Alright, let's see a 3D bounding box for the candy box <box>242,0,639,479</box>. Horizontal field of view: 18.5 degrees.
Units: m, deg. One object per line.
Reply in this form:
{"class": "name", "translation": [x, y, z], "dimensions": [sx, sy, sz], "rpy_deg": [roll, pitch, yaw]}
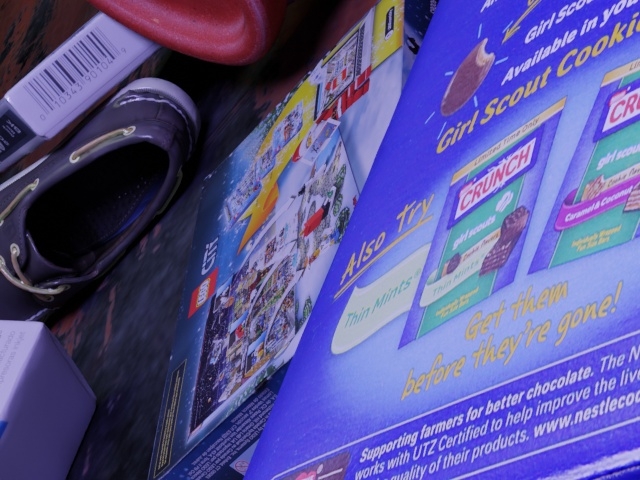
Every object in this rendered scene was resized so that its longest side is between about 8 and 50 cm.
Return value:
{"class": "candy box", "translation": [0.128, -0.040, 0.516], "dimensions": [0.268, 0.122, 0.317], "rpy_deg": [-29, 34, 55]}

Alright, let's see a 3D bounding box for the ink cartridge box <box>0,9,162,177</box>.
{"class": "ink cartridge box", "translation": [-0.138, -0.127, 1.296], "dimensions": [0.206, 0.045, 0.208], "rpy_deg": [-43, 8, -18]}

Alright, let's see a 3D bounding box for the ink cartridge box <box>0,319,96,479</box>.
{"class": "ink cartridge box", "translation": [-0.237, 0.116, 1.058], "dimensions": [0.191, 0.082, 0.139], "rpy_deg": [2, 51, 23]}

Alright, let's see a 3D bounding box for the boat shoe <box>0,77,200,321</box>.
{"class": "boat shoe", "translation": [-0.164, -0.007, 1.217], "dimensions": [0.228, 0.081, 0.068], "rpy_deg": [-45, 18, 22]}

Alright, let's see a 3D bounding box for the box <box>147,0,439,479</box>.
{"class": "box", "translation": [0.000, 0.000, 0.871], "dimensions": [0.159, 0.044, 0.233], "rpy_deg": [-44, 22, 29]}

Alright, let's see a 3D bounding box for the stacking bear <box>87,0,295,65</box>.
{"class": "stacking bear", "translation": [-0.011, -0.255, 1.151], "dimensions": [0.289, 0.164, 0.175], "rpy_deg": [-52, -16, -21]}
